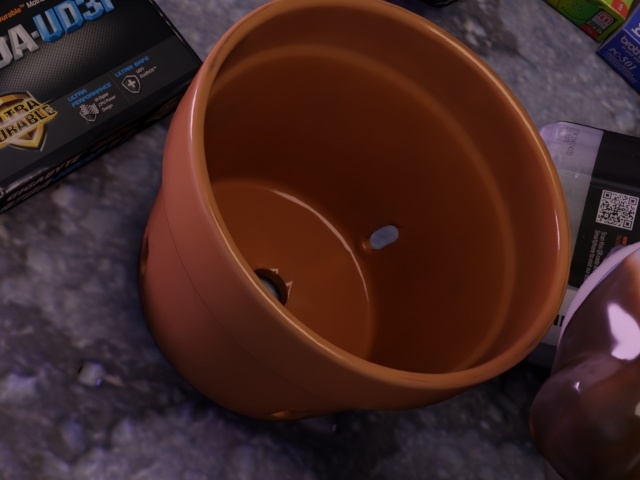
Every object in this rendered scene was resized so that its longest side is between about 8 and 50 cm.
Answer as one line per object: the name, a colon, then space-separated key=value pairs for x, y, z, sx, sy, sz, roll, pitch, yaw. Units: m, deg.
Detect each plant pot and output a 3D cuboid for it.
plant pot: x=0.000 y=0.000 z=1.128 sx=0.291 sy=0.203 sz=0.291 roll=14 pitch=59 yaw=-25

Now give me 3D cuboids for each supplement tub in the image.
supplement tub: x=0.302 y=0.032 z=1.229 sx=0.316 sy=0.193 sz=0.193 roll=14 pitch=53 yaw=10

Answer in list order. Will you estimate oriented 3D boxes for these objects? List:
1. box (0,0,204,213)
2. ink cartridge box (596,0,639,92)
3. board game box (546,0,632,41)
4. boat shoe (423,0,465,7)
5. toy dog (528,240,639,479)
box: x=-0.213 y=-0.134 z=1.167 sx=0.220 sy=0.051 sz=0.175 roll=-35 pitch=86 yaw=-39
ink cartridge box: x=0.355 y=-0.216 z=1.563 sx=0.097 sy=0.046 sz=0.207 roll=42 pitch=51 yaw=-4
board game box: x=0.218 y=-0.280 z=1.515 sx=0.181 sy=0.043 sz=0.092 roll=35 pitch=52 yaw=-11
boat shoe: x=0.024 y=-0.347 z=1.381 sx=0.113 sy=0.127 sz=0.340 roll=-28 pitch=91 yaw=-50
toy dog: x=0.261 y=0.176 z=0.968 sx=0.395 sy=0.284 sz=0.408 roll=-99 pitch=165 yaw=-64
